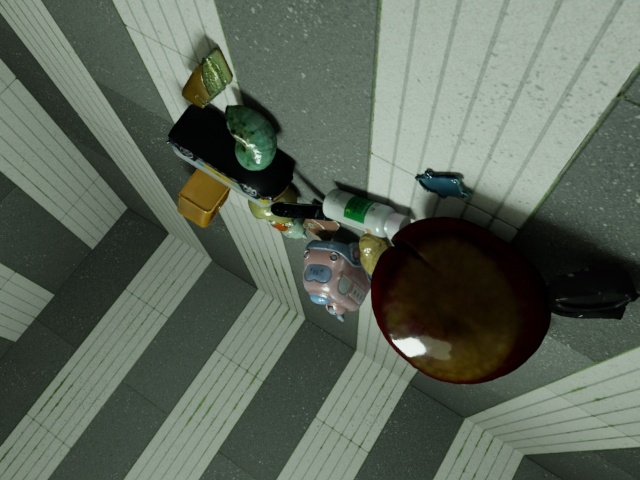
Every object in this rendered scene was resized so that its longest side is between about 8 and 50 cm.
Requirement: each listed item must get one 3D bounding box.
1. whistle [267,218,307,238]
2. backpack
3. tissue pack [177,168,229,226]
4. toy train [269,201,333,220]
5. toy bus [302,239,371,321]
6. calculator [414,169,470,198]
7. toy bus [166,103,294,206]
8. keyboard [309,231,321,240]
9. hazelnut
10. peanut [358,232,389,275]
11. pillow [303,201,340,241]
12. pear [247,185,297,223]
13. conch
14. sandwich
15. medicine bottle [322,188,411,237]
[{"bbox_3d":[-0.134,-0.081,2.031,0.102,0.106,0.253,-9,136,43],"label":"whistle"},{"bbox_3d":[0.569,0.108,1.180,0.165,0.106,0.120,1,152,9],"label":"backpack"},{"bbox_3d":[-0.455,-0.179,2.194,0.145,0.194,0.274,36,163,-5],"label":"tissue pack"},{"bbox_3d":[-0.060,-0.092,1.734,0.234,0.052,0.051,2,-177,-30],"label":"toy train"},{"bbox_3d":[0.056,0.137,1.960,0.197,0.232,0.294,5,156,36],"label":"toy bus"},{"bbox_3d":[0.278,-0.128,1.281,0.141,0.019,0.094,13,152,53],"label":"calculator"},{"bbox_3d":[-0.264,-0.251,1.721,0.386,0.171,0.162,32,168,2],"label":"toy bus"},{"bbox_3d":[0.000,0.000,2.139,0.055,0.017,0.166,18,157,32],"label":"keyboard"},{"bbox_3d":[0.326,0.154,1.348,0.429,0.402,0.402,22,160,17],"label":"hazelnut"},{"bbox_3d":[0.176,0.050,1.811,0.108,0.095,0.226,22,158,25],"label":"peanut"},{"bbox_3d":[0.002,-0.061,1.925,0.126,0.043,0.232,33,162,2],"label":"pillow"},{"bbox_3d":[-0.158,-0.131,1.860,0.167,0.136,0.167,12,-178,0],"label":"pear"},{"bbox_3d":[-0.191,-0.286,1.552,0.176,0.122,0.188,52,165,15],"label":"conch"},{"bbox_3d":[-0.298,-0.412,1.457,0.088,0.090,0.244,43,161,-17],"label":"sandwich"},{"bbox_3d":[0.130,-0.072,1.576,0.260,0.095,0.095,24,160,34],"label":"medicine bottle"}]
